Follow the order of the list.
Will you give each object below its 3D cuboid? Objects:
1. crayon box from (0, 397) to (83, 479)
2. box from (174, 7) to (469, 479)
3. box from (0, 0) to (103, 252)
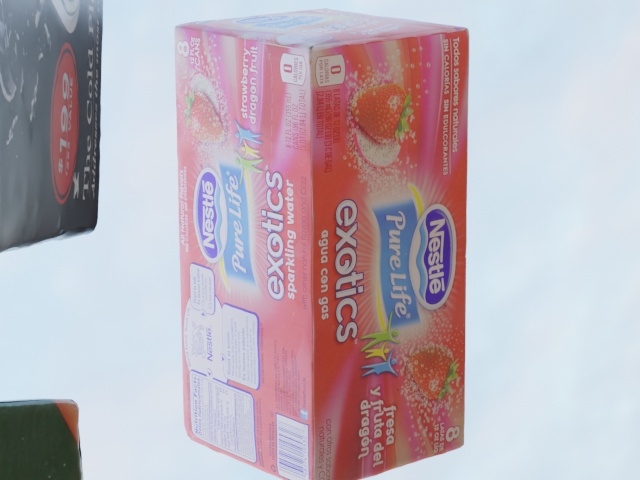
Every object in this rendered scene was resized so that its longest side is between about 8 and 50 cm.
[{"bbox_3d":[-0.262,0.107,0.710,0.318,0.202,0.081,0,-94,-56],"label":"crayon box"},{"bbox_3d":[0.000,0.000,1.349,0.142,0.154,0.300,-12,-73,-39],"label":"box"},{"bbox_3d":[-0.192,-0.165,0.765,0.312,0.179,0.343,-39,-50,-85],"label":"box"}]
